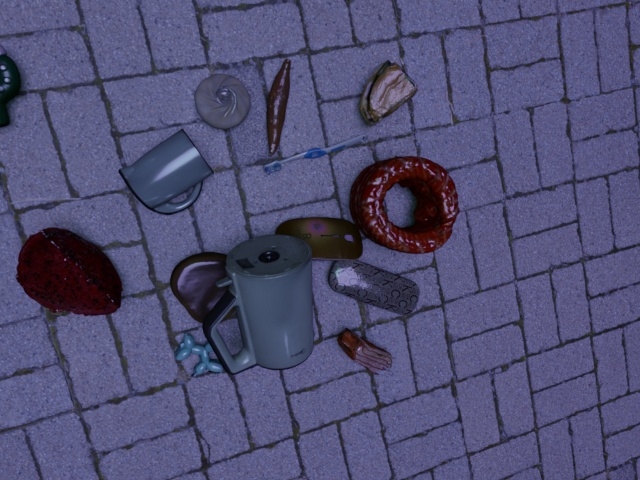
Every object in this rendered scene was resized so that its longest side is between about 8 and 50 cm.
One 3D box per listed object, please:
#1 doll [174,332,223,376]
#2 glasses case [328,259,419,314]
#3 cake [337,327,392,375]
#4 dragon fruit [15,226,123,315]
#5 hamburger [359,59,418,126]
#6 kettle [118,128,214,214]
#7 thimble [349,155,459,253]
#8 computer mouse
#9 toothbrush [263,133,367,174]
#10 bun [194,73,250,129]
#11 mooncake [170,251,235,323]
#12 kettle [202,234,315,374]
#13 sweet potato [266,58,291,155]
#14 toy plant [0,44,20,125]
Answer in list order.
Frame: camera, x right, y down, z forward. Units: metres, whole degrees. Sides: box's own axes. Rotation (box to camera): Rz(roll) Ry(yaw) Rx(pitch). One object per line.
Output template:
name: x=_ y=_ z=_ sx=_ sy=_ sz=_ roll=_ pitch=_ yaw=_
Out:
doll: x=-0.408 y=0.379 z=1.444 sx=0.159 sy=0.059 sz=0.159 roll=-10 pitch=100 yaw=-13
glasses case: x=0.196 y=0.166 z=1.552 sx=0.355 sy=0.085 sz=0.137 roll=21 pitch=89 yaw=-14
cake: x=0.164 y=0.410 z=1.581 sx=0.287 sy=0.135 sz=0.098 roll=41 pitch=81 yaw=-34
dragon fruit: x=-0.759 y=0.098 z=1.292 sx=0.205 sy=0.152 sz=0.316 roll=-28 pitch=117 yaw=9
hamburger: x=0.212 y=-0.495 z=1.475 sx=0.155 sy=0.135 sz=0.207 roll=44 pitch=100 yaw=1
kettle: x=-0.459 y=-0.190 z=1.326 sx=0.236 sy=0.161 sz=0.221 roll=-36 pitch=134 yaw=-7
thimble: x=0.281 y=-0.126 z=1.464 sx=0.351 sy=0.230 sz=0.349 roll=-1 pitch=96 yaw=-13
computer mouse: x=0.000 y=0.000 z=1.469 sx=0.311 sy=0.072 sz=0.158 roll=0 pitch=64 yaw=-14
toothbrush: x=-0.013 y=-0.304 z=1.476 sx=0.387 sy=0.040 sz=0.040 roll=-22 pitch=101 yaw=-14
bun: x=-0.306 y=-0.439 z=1.343 sx=0.173 sy=0.120 sz=0.172 roll=-1 pitch=94 yaw=-14
mooncake: x=-0.357 y=0.141 z=1.399 sx=0.235 sy=0.117 sz=0.234 roll=-2 pitch=96 yaw=-20
kettle: x=-0.183 y=0.218 z=1.322 sx=0.361 sy=0.250 sz=0.376 roll=-23 pitch=125 yaw=-30
sweet potato: x=-0.147 y=-0.434 z=1.411 sx=0.072 sy=0.066 sz=0.314 roll=12 pitch=96 yaw=-8
toy plant: x=-0.966 y=-0.430 z=1.186 sx=0.233 sy=0.112 sz=0.243 roll=6 pitch=101 yaw=-19
